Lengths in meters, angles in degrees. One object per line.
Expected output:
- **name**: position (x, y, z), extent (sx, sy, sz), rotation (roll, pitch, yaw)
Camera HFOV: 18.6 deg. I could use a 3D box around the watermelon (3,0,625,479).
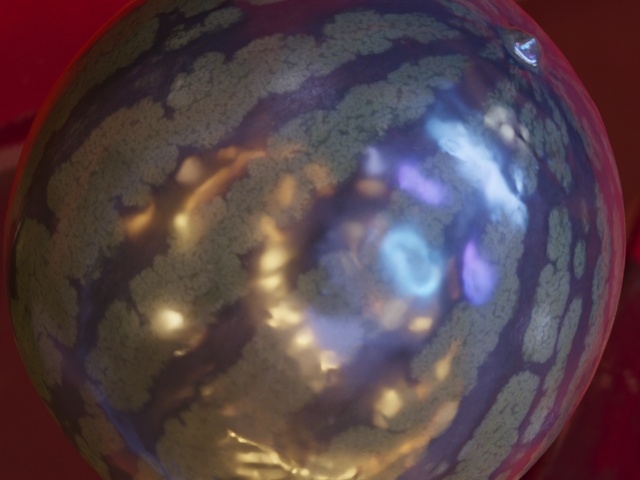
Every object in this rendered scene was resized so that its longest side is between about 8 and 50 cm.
- **watermelon**: position (0.000, 0.000, 0.658), extent (0.212, 0.212, 0.212), rotation (15, 137, 15)
